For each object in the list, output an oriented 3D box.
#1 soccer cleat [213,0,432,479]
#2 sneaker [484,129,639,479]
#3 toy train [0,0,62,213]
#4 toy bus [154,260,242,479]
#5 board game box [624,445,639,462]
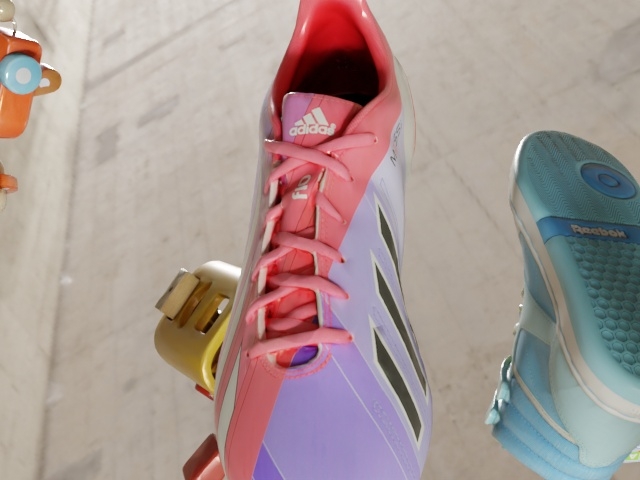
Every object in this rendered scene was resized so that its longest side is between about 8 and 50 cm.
[{"bbox_3d":[0.000,0.000,0.407,0.083,0.095,0.248,-4,-136,11],"label":"soccer cleat"},{"bbox_3d":[0.198,0.065,0.903,0.127,0.208,0.319,11,-138,-10],"label":"sneaker"},{"bbox_3d":[-0.185,-0.072,0.570,0.046,0.125,0.166,2,-166,-40],"label":"toy train"},{"bbox_3d":[-0.070,0.066,0.788,0.202,0.104,0.191,-37,-152,30],"label":"toy bus"},{"bbox_3d":[0.304,0.154,1.093,0.160,0.212,0.039,-6,-138,6],"label":"board game box"}]
